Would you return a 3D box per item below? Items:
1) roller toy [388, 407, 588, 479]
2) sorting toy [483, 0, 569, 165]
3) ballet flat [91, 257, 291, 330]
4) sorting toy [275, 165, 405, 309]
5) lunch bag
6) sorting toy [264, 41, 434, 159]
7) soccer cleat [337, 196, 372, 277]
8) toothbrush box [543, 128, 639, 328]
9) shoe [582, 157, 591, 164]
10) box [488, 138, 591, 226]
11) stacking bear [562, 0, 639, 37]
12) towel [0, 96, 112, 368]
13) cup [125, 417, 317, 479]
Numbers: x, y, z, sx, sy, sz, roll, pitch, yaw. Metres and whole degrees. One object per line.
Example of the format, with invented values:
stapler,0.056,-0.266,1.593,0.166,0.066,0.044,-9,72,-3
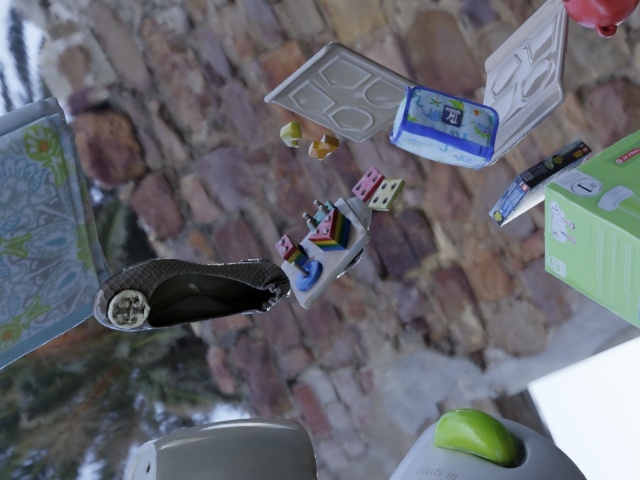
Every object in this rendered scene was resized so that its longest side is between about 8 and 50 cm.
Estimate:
roller toy,0.146,0.271,1.075,0.209,0.191,0.146,43,-130,1
sorting toy,0.299,-0.230,1.718,0.038,0.193,0.208,24,-129,-19
ballet flat,-0.138,0.064,1.345,0.250,0.084,0.058,-3,-148,-36
sorting toy,0.000,0.000,1.601,0.046,0.274,0.132,37,-170,-25
lunch bag,0.163,-0.146,1.567,0.151,0.129,0.096,-76,3,-74
sorting toy,0.023,-0.242,2.088,0.229,0.307,0.041,19,-120,-28
soccer cleat,0.041,0.000,1.732,0.196,0.076,0.068,-53,-55,-45
toothbrush box,0.401,0.003,1.211,0.283,0.206,0.122,34,144,43
shoe,0.497,-0.093,2.102,0.178,0.081,0.063,28,167,34
box,0.300,-0.079,1.612,0.137,0.094,0.027,-29,-108,-33
stacking bear,0.444,-0.415,1.666,0.175,0.289,0.164,44,160,-13
towel,-0.432,0.031,1.398,0.090,0.374,0.320,38,148,36
cup,-0.182,0.424,1.880,0.237,0.331,0.331,16,-141,-21
